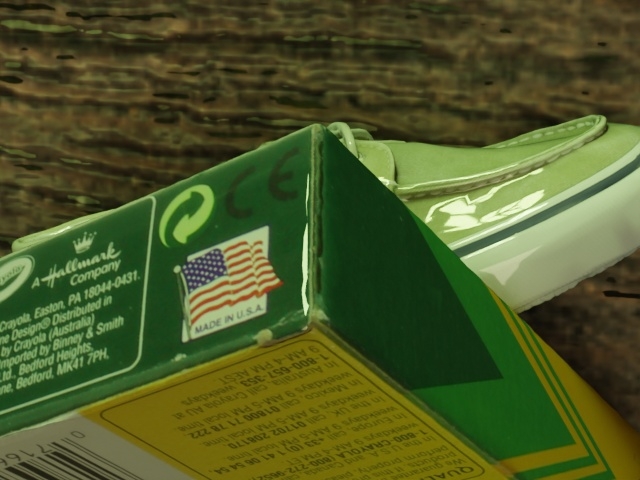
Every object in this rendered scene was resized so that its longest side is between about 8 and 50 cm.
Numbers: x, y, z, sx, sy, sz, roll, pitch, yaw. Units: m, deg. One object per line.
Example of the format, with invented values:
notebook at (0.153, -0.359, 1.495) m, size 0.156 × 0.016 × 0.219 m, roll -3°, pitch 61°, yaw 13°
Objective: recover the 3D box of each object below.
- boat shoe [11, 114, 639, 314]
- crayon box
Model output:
boat shoe at (0.000, 0.000, 0.589) m, size 0.302 × 0.109 × 0.094 m, roll -19°, pitch 101°, yaw 14°
crayon box at (0.003, 0.099, 0.549) m, size 0.202 × 0.081 × 0.318 m, roll -20°, pitch 139°, yaw 27°
